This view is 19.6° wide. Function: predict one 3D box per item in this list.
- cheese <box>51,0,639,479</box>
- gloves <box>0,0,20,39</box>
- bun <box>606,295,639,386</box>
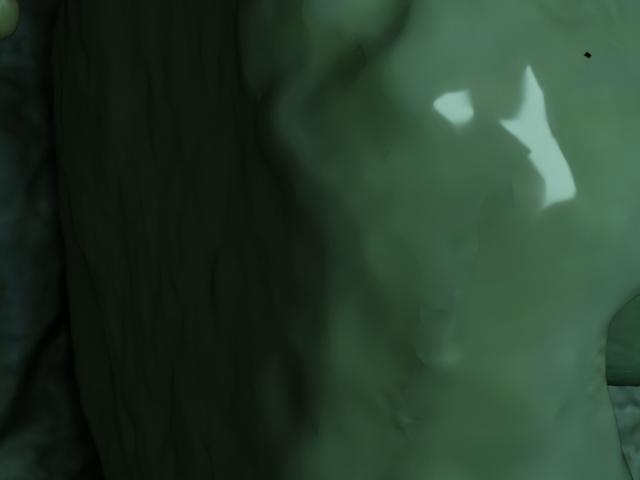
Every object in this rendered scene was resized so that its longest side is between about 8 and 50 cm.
[{"bbox_3d":[0.000,0.000,0.587,0.115,0.318,0.326,-6,107,-21],"label":"cheese"},{"bbox_3d":[-0.161,-0.150,0.586,0.164,0.124,0.203,-27,101,-22],"label":"gloves"},{"bbox_3d":[0.158,-0.072,0.774,0.283,0.179,0.283,-2,93,-36],"label":"bun"}]
